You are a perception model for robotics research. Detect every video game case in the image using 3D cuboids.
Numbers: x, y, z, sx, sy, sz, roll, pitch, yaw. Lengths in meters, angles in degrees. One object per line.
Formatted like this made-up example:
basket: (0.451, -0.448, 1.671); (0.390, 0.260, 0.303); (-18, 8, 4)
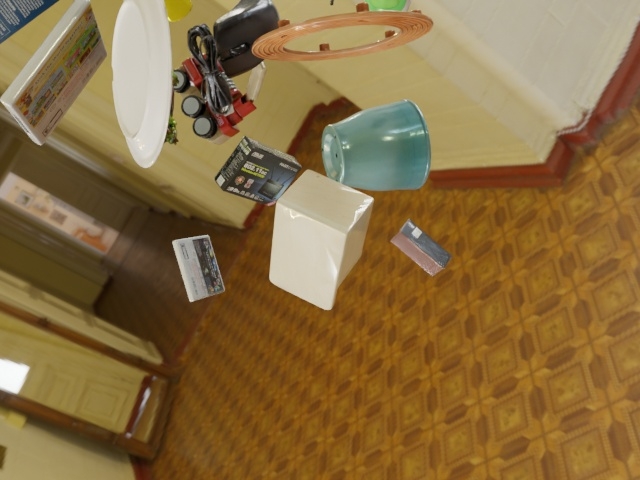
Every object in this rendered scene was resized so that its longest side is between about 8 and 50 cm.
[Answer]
video game case: (-0.466, -0.296, 1.143); (0.227, 0.026, 0.206); (-60, 4, -14)
video game case: (-0.374, 0.082, 1.982); (0.022, 0.190, 0.173); (-18, -2, 25)

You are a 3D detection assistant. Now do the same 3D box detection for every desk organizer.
desk organizer: (0.226, 0.018, 1.445); (0.047, 0.130, 0.050); (-50, 0, -36)

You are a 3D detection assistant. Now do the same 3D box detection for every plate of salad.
plate of salad: (-0.180, -0.177, 0.676); (0.200, 0.048, 0.199); (13, 105, 57)

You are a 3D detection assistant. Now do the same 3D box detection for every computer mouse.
computer mouse: (-0.145, -0.388, 1.267); (0.072, 0.188, 0.272); (13, 51, 24)

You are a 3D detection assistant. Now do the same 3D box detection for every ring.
ring: (0.039, -0.383, 1.188); (0.337, 0.337, 0.032); (-174, 77, -67)

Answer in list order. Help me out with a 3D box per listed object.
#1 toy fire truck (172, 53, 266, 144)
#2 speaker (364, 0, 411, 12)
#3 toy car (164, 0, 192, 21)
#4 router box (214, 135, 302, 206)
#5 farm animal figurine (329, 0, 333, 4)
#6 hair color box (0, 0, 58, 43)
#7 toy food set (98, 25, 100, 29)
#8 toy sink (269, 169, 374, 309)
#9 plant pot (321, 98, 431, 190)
toy fire truck: (-0.244, -0.396, 1.640); (0.246, 0.217, 0.158); (-31, -6, 11)
speaker: (0.165, -0.697, 1.609); (0.296, 0.131, 0.131); (77, -151, -58)
toy car: (-0.320, -0.455, 0.982); (0.053, 0.225, 0.238); (-160, 63, -65)
router box: (-0.103, -0.113, 1.077); (0.092, 0.122, 0.038); (-52, 53, 18)
farm animal figurine: (0.012, -0.590, 0.966); (0.330, 0.172, 0.326); (74, -170, -66)
hair color box: (-0.538, -0.473, 1.097); (0.347, 0.174, 0.105); (-42, -14, -10)
toy food set: (-0.605, -0.560, 1.673); (0.020, 0.083, 0.082); (-32, 54, 12)
toy sink: (0.000, 0.000, 1.296); (0.131, 0.153, 0.234); (-50, -22, -41)
plant pot: (0.149, -0.264, 1.889); (0.272, 0.255, 0.271); (169, 90, -73)
